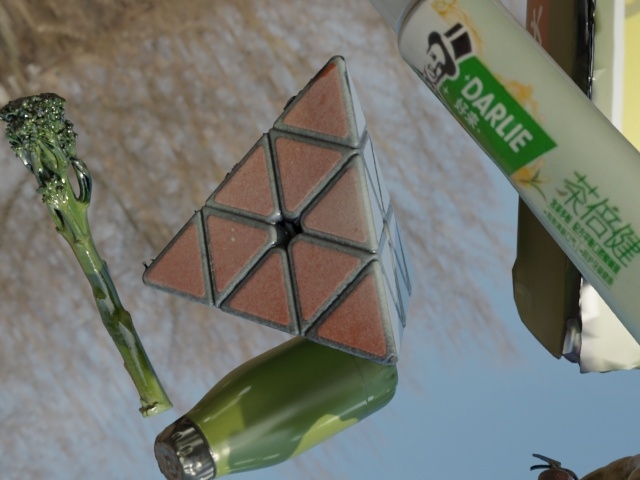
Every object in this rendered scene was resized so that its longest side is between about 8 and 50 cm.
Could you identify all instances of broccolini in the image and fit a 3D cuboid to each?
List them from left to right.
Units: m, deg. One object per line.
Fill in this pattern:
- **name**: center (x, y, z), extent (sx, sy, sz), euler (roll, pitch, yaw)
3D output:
- **broccolini**: center (-0.250, 0.024, 1.626), extent (0.079, 0.392, 0.074), euler (-17, -167, 31)

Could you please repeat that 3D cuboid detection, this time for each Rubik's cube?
- **Rubik's cube**: center (-0.002, 0.000, 1.480), extent (0.228, 0.233, 0.229), euler (-51, -174, -29)

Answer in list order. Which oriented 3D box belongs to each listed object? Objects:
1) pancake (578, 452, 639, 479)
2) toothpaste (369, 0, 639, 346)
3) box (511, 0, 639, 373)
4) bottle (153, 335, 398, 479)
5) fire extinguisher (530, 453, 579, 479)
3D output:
- **pancake**: center (0.194, 0.272, 1.331), extent (0.288, 0.033, 0.286), euler (-28, 173, -40)
- **toothpaste**: center (0.117, -0.023, 0.643), extent (0.056, 0.314, 0.058), euler (-37, 154, -1)
- **box**: center (0.329, -0.123, 0.854), extent (0.420, 0.373, 0.138), euler (-1, -166, -6)
- **bottle**: center (-0.048, 0.172, 1.524), extent (0.260, 0.112, 0.112), euler (-26, -172, -29)
- **fire extinguisher**: center (0.267, 0.313, 1.693), extent (0.064, 0.043, 0.158), euler (8, -132, 6)
